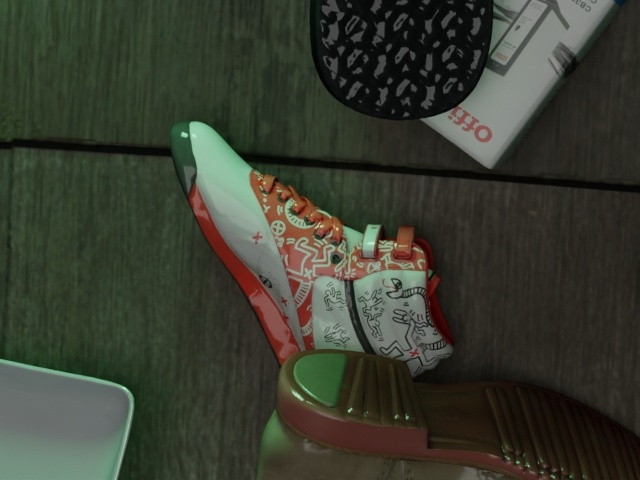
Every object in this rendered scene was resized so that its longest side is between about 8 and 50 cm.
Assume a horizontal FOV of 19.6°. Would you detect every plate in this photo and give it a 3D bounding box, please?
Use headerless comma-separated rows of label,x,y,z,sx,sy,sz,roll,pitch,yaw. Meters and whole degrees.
plate,-0.288,0.230,1.513,0.277,0.045,0.278,10,87,24

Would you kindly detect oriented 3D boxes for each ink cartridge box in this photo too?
ink cartridge box,0.134,-0.175,1.406,0.148,0.086,0.203,36,100,6

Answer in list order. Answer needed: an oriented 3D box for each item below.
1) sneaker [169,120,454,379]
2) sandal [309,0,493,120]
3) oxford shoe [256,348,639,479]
sneaker,0.001,0.000,1.450,0.145,0.090,0.270,-28,94,11
sandal,0.061,-0.311,1.318,0.167,0.107,0.446,7,100,-8
oxford shoe,0.118,0.184,1.420,0.348,0.123,0.130,17,117,-9
